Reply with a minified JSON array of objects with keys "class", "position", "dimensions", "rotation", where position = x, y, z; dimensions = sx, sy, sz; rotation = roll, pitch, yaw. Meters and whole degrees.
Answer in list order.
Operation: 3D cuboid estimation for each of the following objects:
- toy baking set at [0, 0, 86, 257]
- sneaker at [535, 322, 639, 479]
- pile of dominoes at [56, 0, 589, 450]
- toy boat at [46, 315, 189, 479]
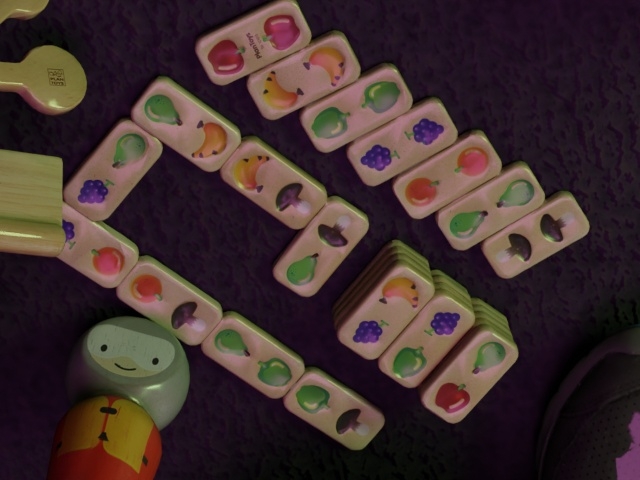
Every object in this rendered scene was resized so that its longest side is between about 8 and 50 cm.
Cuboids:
[{"class":"toy baking set","position":[-0.222,-0.083,0.928],"dimensions":[0.256,0.197,0.030],"rotation":[31,145,-21]},{"class":"sneaker","position":[0.177,0.211,1.117],"dimensions":[0.125,0.139,0.341],"rotation":[6,113,-6]},{"class":"pile of dominoes","position":[0.000,0.000,1.054],"dimensions":[0.251,0.040,0.196],"rotation":[34,108,-20]},{"class":"toy boat","position":[-0.030,0.182,1.085],"dimensions":[0.267,0.148,0.318],"rotation":[-28,119,26]}]
